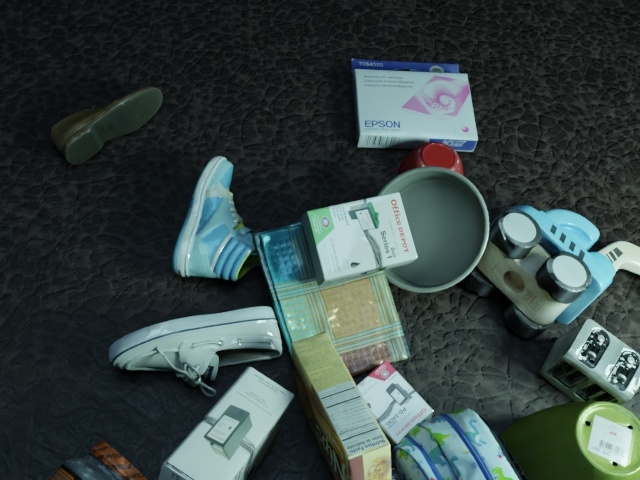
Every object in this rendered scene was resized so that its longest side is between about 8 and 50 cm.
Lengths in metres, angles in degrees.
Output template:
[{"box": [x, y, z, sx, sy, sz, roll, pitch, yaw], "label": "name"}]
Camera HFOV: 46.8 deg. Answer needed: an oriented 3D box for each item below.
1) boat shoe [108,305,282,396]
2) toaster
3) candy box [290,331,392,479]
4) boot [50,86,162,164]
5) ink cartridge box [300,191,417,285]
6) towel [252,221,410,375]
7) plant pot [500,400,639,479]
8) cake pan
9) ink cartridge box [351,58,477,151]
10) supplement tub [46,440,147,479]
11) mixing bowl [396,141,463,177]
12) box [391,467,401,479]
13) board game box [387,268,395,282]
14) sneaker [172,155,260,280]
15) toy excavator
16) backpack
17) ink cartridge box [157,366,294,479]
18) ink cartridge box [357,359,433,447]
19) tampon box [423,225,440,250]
[{"box": [-0.253, 0.253, 1.566, 0.367, 0.136, 0.156, -8, 63, -22], "label": "boat shoe"}, {"box": [0.592, 0.277, 1.623, 0.168, 0.185, 0.110, 38, 64, 7], "label": "toaster"}, {"box": [0.036, 0.350, 1.434, 0.088, 0.182, 0.316, -17, 37, -14], "label": "candy box"}, {"box": [-0.548, -0.321, 1.891, 0.305, 0.112, 0.115, -37, 59, -22], "label": "boot"}, {"box": [0.085, -0.005, 1.629, 0.219, 0.092, 0.160, -13, 81, -13], "label": "ink cartridge box"}, {"box": [0.027, 0.122, 1.657, 0.272, 0.040, 0.370, -15, 80, -14], "label": "towel"}, {"box": [0.508, 0.429, 1.442, 0.275, 0.293, 0.274, 3, 59, -5], "label": "plant pot"}, {"box": [0.247, -0.023, 1.704, 0.293, 0.054, 0.293, -5, 78, 25], "label": "cake pan"}, {"box": [0.253, -0.396, 2.049, 0.324, 0.071, 0.330, 1, 60, -6], "label": "ink cartridge box"}, {"box": [-0.457, 0.530, 1.326, 0.194, 0.193, 0.316, 36, 62, 15], "label": "supplement tub"}, {"box": [0.295, -0.187, 1.907, 0.182, 0.098, 0.181, 3, 59, -6], "label": "mixing bowl"}, {"box": [0.016, 0.641, 1.367, 0.395, 0.097, 0.318, -16, 60, -14], "label": "box"}, {"box": [0.108, 0.062, 1.770, 0.136, 0.035, 0.201, 23, 59, 7], "label": "board game box"}, {"box": [-0.207, -0.042, 1.747, 0.208, 0.127, 0.319, 13, 68, 4], "label": "sneaker"}, {"box": [0.631, 0.055, 1.752, 0.445, 0.222, 0.433, -32, 68, -32], "label": "toy excavator"}, {"box": [0.289, 0.493, 1.397, 0.273, 0.290, 0.355, -12, 53, 4], "label": "backpack"}, {"box": [-0.182, 0.403, 1.386, 0.115, 0.198, 0.273, 30, 40, 12], "label": "ink cartridge box"}, {"box": [0.152, 0.349, 1.574, 0.109, 0.063, 0.150, -40, 70, -13], "label": "ink cartridge box"}, {"box": [0.290, -0.034, 1.810, 0.120, 0.101, 0.161, -14, 62, -14], "label": "tampon box"}]
